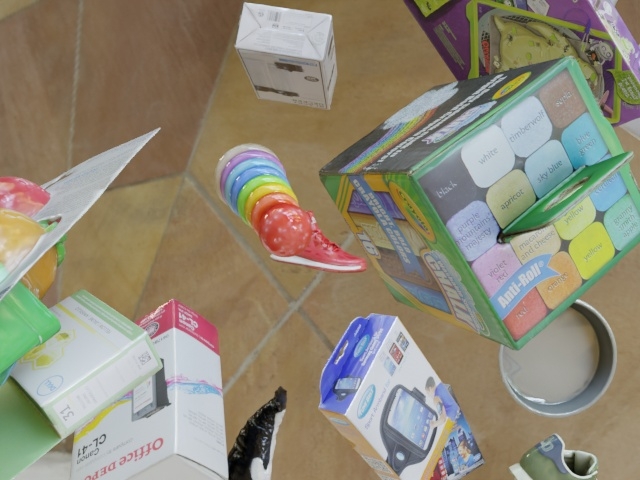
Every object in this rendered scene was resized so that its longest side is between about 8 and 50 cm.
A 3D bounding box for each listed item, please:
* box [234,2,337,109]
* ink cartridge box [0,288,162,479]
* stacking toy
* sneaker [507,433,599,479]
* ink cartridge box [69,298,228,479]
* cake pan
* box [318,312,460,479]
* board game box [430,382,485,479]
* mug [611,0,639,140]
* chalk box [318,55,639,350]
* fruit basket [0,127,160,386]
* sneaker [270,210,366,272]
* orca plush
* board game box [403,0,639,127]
[{"bbox_3d":[-0.058,-0.354,1.329,0.169,0.290,0.087,10,84,3],"label":"box"},{"bbox_3d":[-0.304,0.154,0.691,0.171,0.235,0.056,19,134,47],"label":"ink cartridge box"},{"bbox_3d":[-0.095,-0.069,1.207,0.141,0.141,0.330,-59,28,10],"label":"stacking toy"},{"bbox_3d":[0.334,0.317,0.866,0.086,0.192,0.064,-50,21,7],"label":"sneaker"},{"bbox_3d":[-0.283,0.283,1.111,0.226,0.131,0.306,-31,40,15],"label":"ink cartridge box"},{"bbox_3d":[0.564,0.278,1.623,0.293,0.054,0.293,0,92,-5],"label":"cake pan"},{"bbox_3d":[0.051,0.116,0.478,0.028,0.136,0.081,3,50,41],"label":"box"},{"bbox_3d":[0.232,0.400,1.373,0.060,0.194,0.194,-7,98,57],"label":"board game box"},{"bbox_3d":[0.568,-0.280,0.945,0.374,0.276,0.328,44,116,25],"label":"mug"},{"bbox_3d":[0.154,-0.036,0.606,0.180,0.179,0.289,-36,17,-11],"label":"chalk box"},{"bbox_3d":[-0.354,0.027,0.727,0.327,0.353,0.165,-17,116,30],"label":"fruit basket"},{"bbox_3d":[0.000,0.000,1.489,0.221,0.087,0.128,8,90,10],"label":"sneaker"},{"bbox_3d":[-0.138,0.400,1.193,0.287,0.102,0.151,-65,34,18],"label":"orca plush"},{"bbox_3d":[0.233,-0.268,0.817,0.346,0.056,0.208,53,149,-12],"label":"board game box"}]
